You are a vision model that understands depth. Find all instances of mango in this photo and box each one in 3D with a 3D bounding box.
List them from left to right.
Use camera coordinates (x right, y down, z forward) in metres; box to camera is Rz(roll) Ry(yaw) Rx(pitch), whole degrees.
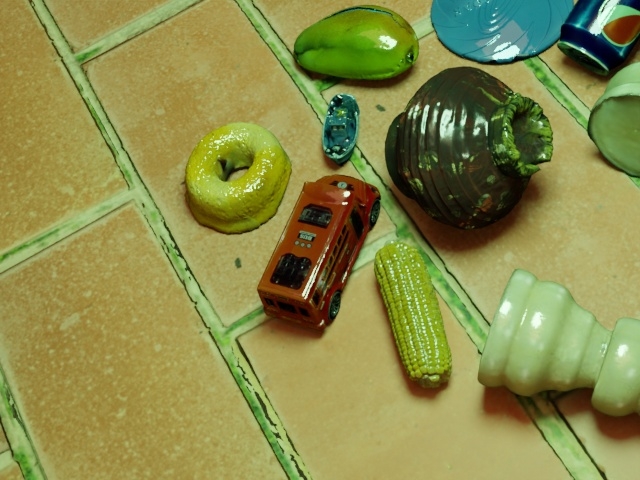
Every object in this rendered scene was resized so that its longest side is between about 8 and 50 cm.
[{"bbox_3d":[0.056,-0.332,1.768,0.233,0.111,0.125,8,47,31],"label":"mango"}]

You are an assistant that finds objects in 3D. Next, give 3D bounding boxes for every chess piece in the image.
[{"bbox_3d":[0.371,0.158,1.381,0.300,0.167,0.167,18,65,17],"label":"chess piece"},{"bbox_3d":[0.547,-0.265,1.593,0.182,0.182,0.330,20,60,23],"label":"chess piece"}]

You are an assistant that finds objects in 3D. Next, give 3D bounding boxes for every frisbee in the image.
[{"bbox_3d":[0.306,-0.403,1.790,0.242,0.045,0.242,-5,59,8],"label":"frisbee"}]

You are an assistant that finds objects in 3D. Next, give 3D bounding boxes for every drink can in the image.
[{"bbox_3d":[0.467,-0.369,1.662,0.118,0.118,0.205,35,96,28],"label":"drink can"}]

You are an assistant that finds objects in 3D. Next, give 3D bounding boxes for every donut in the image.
[{"bbox_3d":[-0.136,-0.110,1.697,0.174,0.074,0.190,28,69,26],"label":"donut"}]

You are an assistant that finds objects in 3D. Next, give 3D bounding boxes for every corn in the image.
[{"bbox_3d":[0.133,0.101,1.509,0.080,0.080,0.238,-17,60,2],"label":"corn"}]

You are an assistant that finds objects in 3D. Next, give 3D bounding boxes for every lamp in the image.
[{"bbox_3d":[0.219,-0.136,1.542,0.247,0.247,0.247,-6,59,10],"label":"lamp"}]

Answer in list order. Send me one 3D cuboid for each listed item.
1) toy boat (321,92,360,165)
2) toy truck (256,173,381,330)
[{"bbox_3d":[0.032,-0.182,1.709,0.060,0.061,0.137,1,61,14],"label":"toy boat"},{"bbox_3d":[0.000,0.000,1.576,0.107,0.114,0.252,14,65,22],"label":"toy truck"}]
